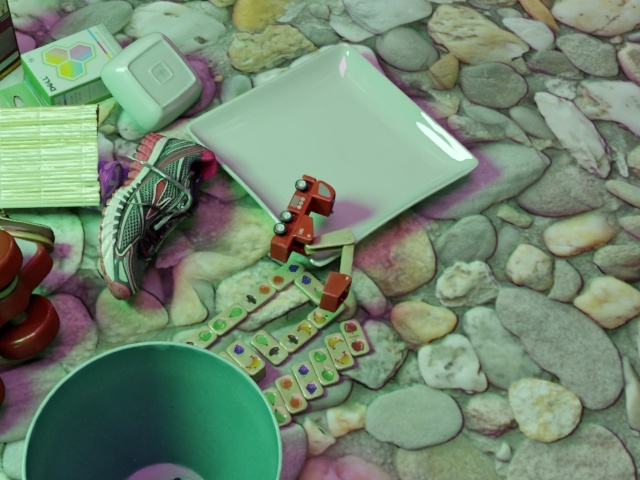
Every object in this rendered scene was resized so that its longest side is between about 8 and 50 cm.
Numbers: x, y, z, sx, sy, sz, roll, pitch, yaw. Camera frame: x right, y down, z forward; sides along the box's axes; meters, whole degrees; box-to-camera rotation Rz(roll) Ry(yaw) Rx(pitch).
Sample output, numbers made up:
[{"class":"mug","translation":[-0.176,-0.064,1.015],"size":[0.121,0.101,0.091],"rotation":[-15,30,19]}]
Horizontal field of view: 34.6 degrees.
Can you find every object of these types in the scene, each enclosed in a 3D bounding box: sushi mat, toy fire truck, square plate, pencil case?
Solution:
[{"class":"sushi mat","translation":[-0.477,-0.122,1.529],"size":[0.317,0.019,0.151],"rotation":[-1,96,10]},{"class":"toy fire truck","translation":[-0.519,0.099,1.384],"size":[0.254,0.169,0.302],"rotation":[13,51,27]},{"class":"square plate","translation":[0.018,-0.143,1.661],"size":[0.344,0.049,0.347],"rotation":[-32,63,-25]},{"class":"toy fire truck","translation":[0.000,0.000,1.501],"size":[0.135,0.047,0.192],"rotation":[20,57,8]},{"class":"pencil case","translation":[-0.398,-0.104,1.572],"size":[0.206,0.086,0.088],"rotation":[14,49,5]}]

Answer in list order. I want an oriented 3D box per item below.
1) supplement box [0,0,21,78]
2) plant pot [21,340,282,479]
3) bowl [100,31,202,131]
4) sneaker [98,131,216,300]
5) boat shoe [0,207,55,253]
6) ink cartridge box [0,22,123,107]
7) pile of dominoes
[{"class":"supplement box","translation":[-0.563,-0.345,1.667],"size":[0.081,0.188,0.104],"rotation":[30,57,16]},{"class":"plant pot","translation":[-0.194,0.295,1.237],"size":[0.290,0.195,0.290],"rotation":[2,55,-3]},{"class":"bowl","translation":[-0.268,-0.266,1.683],"size":[0.142,0.053,0.142],"rotation":[51,59,-10]},{"class":"sneaker","translation":[-0.244,-0.044,1.517],"size":[0.112,0.121,0.299],"rotation":[10,54,8]},{"class":"boat shoe","translation":[-0.492,-0.018,1.509],"size":[0.207,0.073,0.073],"rotation":[3,59,-3]},{"class":"ink cartridge box","translation":[-0.425,-0.272,1.705],"size":[0.209,0.062,0.109],"rotation":[-27,61,-22]},{"class":"pile of dominoes","translation":[-0.061,0.145,1.453],"size":[0.196,0.040,0.251],"rotation":[40,61,22]}]
